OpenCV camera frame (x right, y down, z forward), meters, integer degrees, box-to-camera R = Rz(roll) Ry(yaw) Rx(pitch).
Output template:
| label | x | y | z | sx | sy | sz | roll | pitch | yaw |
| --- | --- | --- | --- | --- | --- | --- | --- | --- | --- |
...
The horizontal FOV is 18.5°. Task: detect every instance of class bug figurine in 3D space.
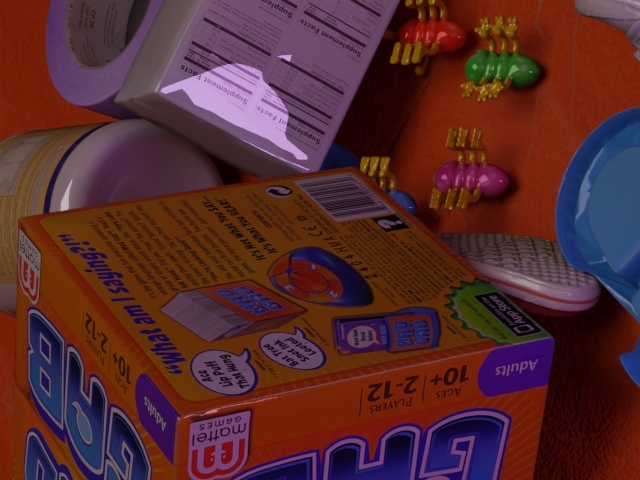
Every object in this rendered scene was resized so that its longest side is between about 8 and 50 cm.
| label | x | y | z | sx | sy | sz | roll | pitch | yaw |
| --- | --- | --- | --- | --- | --- | --- | --- | --- | --- |
| bug figurine | 0.122 | -0.121 | 2.019 | 0.216 | 0.072 | 0.279 | 8 | 78 | 46 |

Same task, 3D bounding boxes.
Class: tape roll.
| label | x | y | z | sx | sy | sz | roll | pitch | yaw |
| --- | --- | --- | --- | --- | --- | --- | --- | --- | --- |
| tape roll | -0.213 | -0.278 | 2.316 | 0.275 | 0.090 | 0.274 | -23 | 58 | 44 |

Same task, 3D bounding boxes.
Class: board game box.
| label | x | y | z | sx | sy | sz | roll | pitch | yaw |
| --- | --- | --- | --- | --- | --- | --- | --- | --- | --- |
| board game box | -0.053 | 0.184 | 1.791 | 0.356 | 0.356 | 0.356 | 44 | 136 | 50 |

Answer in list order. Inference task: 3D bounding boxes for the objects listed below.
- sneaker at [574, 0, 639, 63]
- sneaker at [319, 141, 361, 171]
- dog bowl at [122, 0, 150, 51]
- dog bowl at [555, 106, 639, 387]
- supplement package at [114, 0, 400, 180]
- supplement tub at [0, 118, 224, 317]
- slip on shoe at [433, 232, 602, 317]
| label | x | y | z | sx | sy | sz | roll | pitch | yaw |
| --- | --- | --- | --- | --- | --- | --- | --- | --- | --- |
| sneaker | 0.323 | -0.157 | 1.708 | 0.252 | 0.103 | 0.111 | 30 | 119 | 30 |
| sneaker | 0.000 | 0.000 | 2.114 | 0.092 | 0.087 | 0.228 | -27 | 54 | 46 |
| dog bowl | -0.124 | -0.254 | 2.355 | 0.265 | 0.104 | 0.264 | -23 | 58 | 44 |
| dog bowl | 0.316 | 0.015 | 1.719 | 0.166 | 0.074 | 0.297 | -50 | 43 | 27 |
| supplement package | -0.061 | -0.224 | 2.112 | 0.262 | 0.198 | 0.199 | -65 | 17 | -7 |
| supplement tub | -0.290 | -0.019 | 2.359 | 0.331 | 0.241 | 0.241 | -1 | 76 | 51 |
| slip on shoe | 0.146 | 0.050 | 1.901 | 0.331 | 0.123 | 0.101 | 3 | 101 | 52 |
